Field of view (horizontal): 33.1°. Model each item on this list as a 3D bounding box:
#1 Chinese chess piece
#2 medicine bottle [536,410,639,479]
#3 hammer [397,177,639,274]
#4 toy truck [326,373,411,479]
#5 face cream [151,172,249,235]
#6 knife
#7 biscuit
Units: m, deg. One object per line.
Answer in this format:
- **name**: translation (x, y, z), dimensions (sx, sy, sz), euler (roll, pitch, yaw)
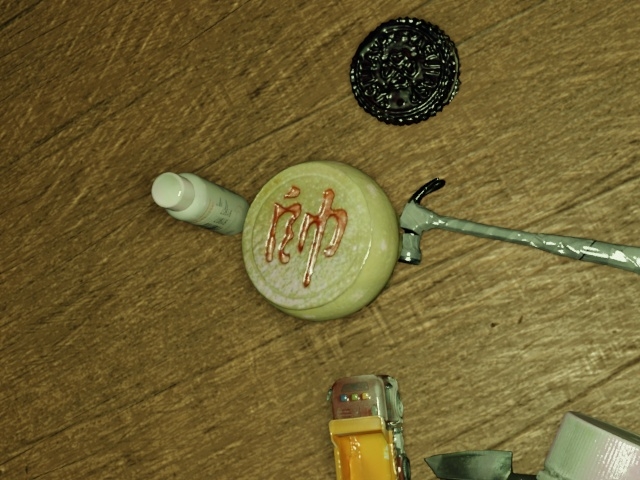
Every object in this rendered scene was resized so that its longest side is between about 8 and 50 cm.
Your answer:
- **Chinese chess piece**: translation (0.000, 0.000, 1.792), dimensions (0.270, 0.112, 0.270), euler (-6, 77, 27)
- **medicine bottle**: translation (0.393, 0.433, 1.550), dimensions (0.256, 0.256, 0.324), euler (20, 90, 19)
- **hammer**: translation (0.333, 0.006, 1.743), dimensions (0.427, 0.044, 0.152), euler (14, 86, 17)
- **toy truck**: translation (0.078, 0.352, 1.723), dimensions (0.114, 0.135, 0.270), euler (-9, 80, 17)
- **face cream**: translation (-0.201, -0.063, 1.797), dimensions (0.082, 0.269, 0.082), euler (-2, 83, 18)
- **knife**: translation (0.277, 0.364, 1.723), dimensions (0.230, 0.028, 0.060), euler (1, 71, 20)
- **biscuit**: translation (0.144, -0.288, 1.834), dimensions (0.195, 0.053, 0.194), euler (-2, 83, 17)
